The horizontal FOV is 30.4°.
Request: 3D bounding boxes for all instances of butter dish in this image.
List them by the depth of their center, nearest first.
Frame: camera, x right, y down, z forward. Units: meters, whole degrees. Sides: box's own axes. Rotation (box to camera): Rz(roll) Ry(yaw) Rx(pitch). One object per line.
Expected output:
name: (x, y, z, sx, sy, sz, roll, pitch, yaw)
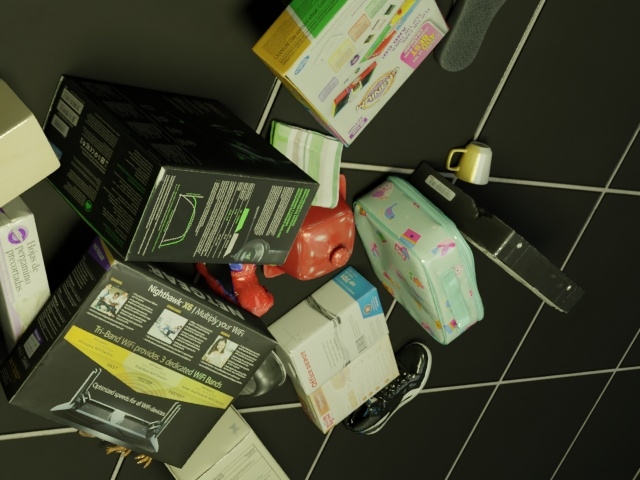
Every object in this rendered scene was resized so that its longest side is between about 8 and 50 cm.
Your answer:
butter dish: (0.000, 0.000, 1.868, 0.160, 0.118, 0.160, -24, 137, -29)

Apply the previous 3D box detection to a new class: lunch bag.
lunch bag: (0.174, 0.038, 1.986, 0.108, 0.224, 0.279, -38, 141, -12)

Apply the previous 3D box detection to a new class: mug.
mug: (0.267, -0.138, 2.061, 0.078, 0.062, 0.064, -9, 121, -48)

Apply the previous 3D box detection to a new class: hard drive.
hard drive: (0.310, 0.000, 2.078, 0.064, 0.237, 0.339, -52, 144, 5)

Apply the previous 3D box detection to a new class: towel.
towel: (-0.022, -0.113, 1.780, 0.152, 0.023, 0.113, 11, 79, -49)

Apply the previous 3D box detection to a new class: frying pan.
frying pan: (-0.161, 0.143, 1.778, 0.326, 0.197, 0.053, 72, 37, -50)

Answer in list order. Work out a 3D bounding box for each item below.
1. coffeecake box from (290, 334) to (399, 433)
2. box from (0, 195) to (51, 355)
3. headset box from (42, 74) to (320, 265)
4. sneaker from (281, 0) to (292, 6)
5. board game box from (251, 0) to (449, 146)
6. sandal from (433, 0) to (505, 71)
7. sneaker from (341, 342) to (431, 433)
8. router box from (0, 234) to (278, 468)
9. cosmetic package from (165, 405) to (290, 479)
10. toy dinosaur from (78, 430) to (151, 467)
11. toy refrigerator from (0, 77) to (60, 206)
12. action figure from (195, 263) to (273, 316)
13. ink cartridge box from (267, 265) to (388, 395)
coffeecake box: (0.045, 0.246, 2.168, 0.185, 0.068, 0.142, -36, 141, -16)
box: (-0.401, 0.082, 1.588, 0.063, 0.067, 0.324, -25, 136, -26)
headset box: (-0.178, -0.087, 1.513, 0.283, 0.246, 0.131, 2, 120, -47)
sneaker: (0.025, -0.385, 1.608, 0.192, 0.064, 0.086, -53, 151, 5)
board game box: (0.053, -0.282, 1.648, 0.242, 0.064, 0.316, -49, 159, 1)
sandal: (0.243, -0.384, 1.837, 0.097, 0.054, 0.254, 5, 128, -38)
sneaker: (0.126, 0.289, 2.257, 0.217, 0.079, 0.121, -54, 158, 10)
router box: (-0.248, 0.162, 1.632, 0.309, 0.081, 0.243, 32, 100, -39)
cosmetic package: (-0.158, 0.404, 2.058, 0.153, 0.129, 0.296, -38, 142, -11)
toy dinosaur: (-0.284, 0.302, 1.898, 0.211, 0.064, 0.112, -15, 130, -37)
toy refrigerator: (-0.455, -0.068, 1.385, 0.269, 0.094, 0.102, -37, 148, -14)
action figure: (-0.137, 0.011, 1.782, 0.091, 0.139, 0.280, -15, 109, -33)
ink cartridge box: (0.015, 0.158, 2.050, 0.190, 0.082, 0.140, -35, 140, -15)
